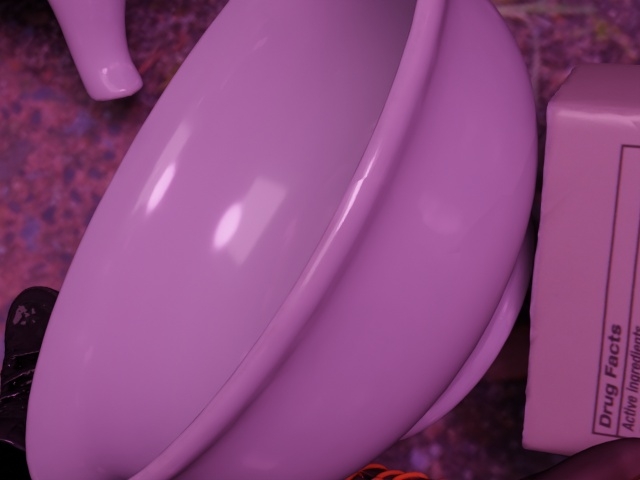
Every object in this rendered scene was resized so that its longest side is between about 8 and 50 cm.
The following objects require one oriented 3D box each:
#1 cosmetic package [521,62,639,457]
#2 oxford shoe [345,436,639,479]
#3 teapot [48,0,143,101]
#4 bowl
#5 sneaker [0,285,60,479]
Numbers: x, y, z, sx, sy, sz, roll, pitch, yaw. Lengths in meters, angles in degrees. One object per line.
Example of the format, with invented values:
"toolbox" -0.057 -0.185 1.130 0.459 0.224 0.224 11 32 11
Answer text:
"cosmetic package" 0.240 0.015 0.410 0.296 0.129 0.153 8 110 17
"oxford shoe" 0.028 0.132 0.434 0.271 0.097 0.098 -37 64 32
"teapot" -0.196 -0.233 0.582 0.252 0.187 0.256 12 52 -3
"bowl" 0.000 0.000 0.463 0.134 0.298 0.298 30 83 -24
"sneaker" -0.148 0.098 0.531 0.051 0.089 0.170 -16 74 9
